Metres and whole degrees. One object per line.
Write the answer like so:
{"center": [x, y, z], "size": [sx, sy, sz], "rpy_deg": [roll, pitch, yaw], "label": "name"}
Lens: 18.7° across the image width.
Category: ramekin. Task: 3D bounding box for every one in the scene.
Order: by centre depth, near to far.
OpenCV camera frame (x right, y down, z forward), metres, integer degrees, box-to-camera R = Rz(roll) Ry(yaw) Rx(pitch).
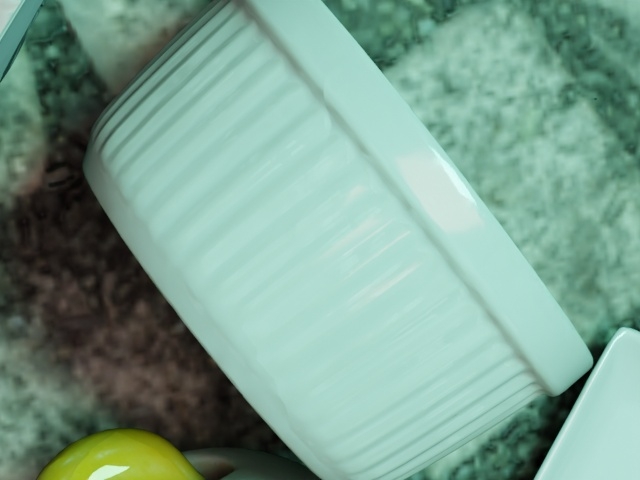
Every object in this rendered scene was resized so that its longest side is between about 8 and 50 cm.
{"center": [0.000, 0.000, 0.751], "size": [0.109, 0.207, 0.207], "rpy_deg": [-38, 104, 1], "label": "ramekin"}

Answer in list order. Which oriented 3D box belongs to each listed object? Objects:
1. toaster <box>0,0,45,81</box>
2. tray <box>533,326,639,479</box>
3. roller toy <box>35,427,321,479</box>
{"center": [-0.155, -0.132, 0.729], "size": [0.146, 0.129, 0.227], "rpy_deg": [32, 89, -14], "label": "toaster"}
{"center": [0.127, 0.186, 0.891], "size": [0.145, 0.030, 0.270], "rpy_deg": [29, 88, -16], "label": "tray"}
{"center": [-0.033, 0.185, 0.786], "size": [0.209, 0.146, 0.191], "rpy_deg": [16, 90, -27], "label": "roller toy"}
